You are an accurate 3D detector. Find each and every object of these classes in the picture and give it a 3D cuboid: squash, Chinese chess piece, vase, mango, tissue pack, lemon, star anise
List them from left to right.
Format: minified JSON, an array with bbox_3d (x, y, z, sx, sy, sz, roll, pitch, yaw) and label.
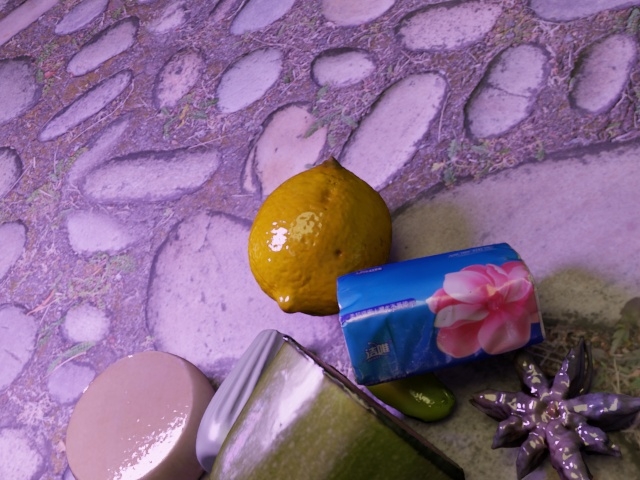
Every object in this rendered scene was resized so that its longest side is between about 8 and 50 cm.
[{"bbox_3d":[-0.293,0.313,1.506,0.273,0.102,0.273,-16,49,19],"label":"Chinese chess piece"},{"bbox_3d":[-0.104,0.251,1.430,0.128,0.128,0.248,-4,46,29],"label":"vase"},{"bbox_3d":[-0.019,0.333,1.202,0.310,0.310,0.309,33,82,42],"label":"squash"},{"bbox_3d":[-0.005,0.007,1.477,0.228,0.228,0.253,23,73,40],"label":"lemon"},{"bbox_3d":[0.127,0.210,1.352,0.165,0.074,0.091,23,69,40],"label":"mango"},{"bbox_3d":[0.161,0.093,1.296,0.270,0.137,0.209,-14,12,5],"label":"tissue pack"},{"bbox_3d":[0.316,0.235,1.209,0.229,0.093,0.236,-19,48,19],"label":"star anise"}]
